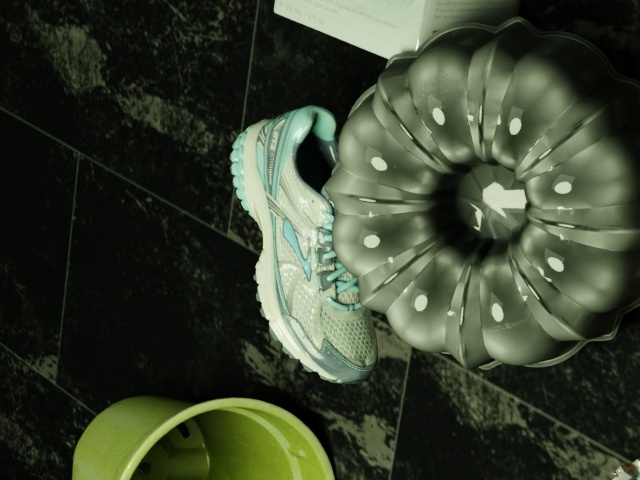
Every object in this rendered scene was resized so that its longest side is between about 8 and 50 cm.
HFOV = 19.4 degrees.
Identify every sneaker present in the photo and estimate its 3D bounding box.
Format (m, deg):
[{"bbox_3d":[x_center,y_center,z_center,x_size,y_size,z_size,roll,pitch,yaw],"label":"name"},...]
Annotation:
[{"bbox_3d":[0.000,0.000,1.823,0.122,0.110,0.283,-30,74,42],"label":"sneaker"}]

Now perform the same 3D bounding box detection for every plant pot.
[{"bbox_3d":[-0.161,0.291,2.146,0.254,0.276,0.276,15,108,60],"label":"plant pot"}]

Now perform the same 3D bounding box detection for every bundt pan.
[{"bbox_3d":[0.150,-0.031,1.672,0.330,0.124,0.331,3,101,18],"label":"bundt pan"}]

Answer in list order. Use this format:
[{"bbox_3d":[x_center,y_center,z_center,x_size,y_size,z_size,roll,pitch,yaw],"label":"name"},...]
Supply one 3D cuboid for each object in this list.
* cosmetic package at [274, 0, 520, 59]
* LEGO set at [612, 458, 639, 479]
[{"bbox_3d":[0.084,-0.304,1.822,0.224,0.138,0.225,27,115,45],"label":"cosmetic package"},{"bbox_3d":[0.383,0.240,1.494,0.255,0.192,0.331,-40,65,46],"label":"LEGO set"}]
